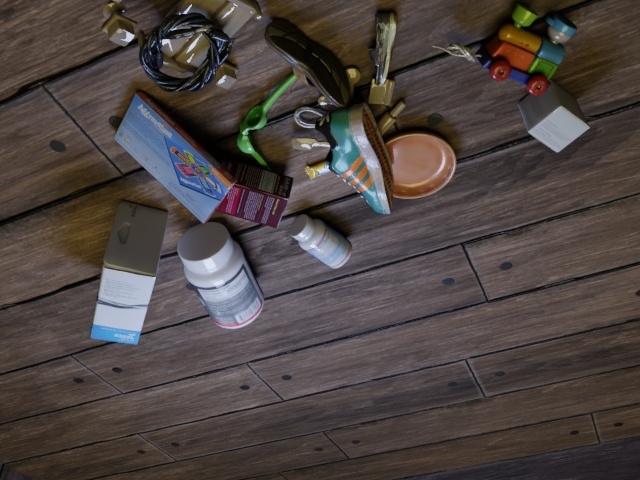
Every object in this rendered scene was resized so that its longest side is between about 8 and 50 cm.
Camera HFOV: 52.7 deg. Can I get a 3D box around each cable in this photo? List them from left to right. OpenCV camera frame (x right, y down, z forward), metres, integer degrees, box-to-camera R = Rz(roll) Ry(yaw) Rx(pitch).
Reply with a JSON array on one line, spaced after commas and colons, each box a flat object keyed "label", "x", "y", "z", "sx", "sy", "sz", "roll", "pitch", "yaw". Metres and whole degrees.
[{"label": "cable", "x": -0.254, "y": -0.335, "z": 1.184, "sx": 0.150, "sy": 0.047, "sz": 0.184, "roll": 9, "pitch": 146, "yaw": -45}]

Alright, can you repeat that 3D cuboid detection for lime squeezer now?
[{"label": "lime squeezer", "x": -0.124, "y": -0.243, "z": 1.422, "sx": 0.110, "sy": 0.059, "sz": 0.310, "roll": 9, "pitch": 136, "yaw": -10}]

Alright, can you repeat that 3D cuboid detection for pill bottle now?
[{"label": "pill bottle", "x": -0.264, "y": 0.093, "z": 1.713, "sx": 0.161, "sy": 0.161, "sz": 0.283, "roll": -9, "pitch": 136, "yaw": 10}, {"label": "pill bottle", "x": 0.000, "y": 0.000, "z": 1.666, "sx": 0.087, "sy": 0.087, "sz": 0.160, "roll": -33, "pitch": 128, "yaw": 31}]

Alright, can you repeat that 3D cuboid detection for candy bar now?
[{"label": "candy bar", "x": 0.042, "y": -0.183, "z": 1.517, "sx": 0.161, "sy": 0.018, "sz": 0.040, "roll": -17, "pitch": 135, "yaw": 19}]

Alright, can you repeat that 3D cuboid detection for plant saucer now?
[{"label": "plant saucer", "x": 0.214, "y": -0.180, "z": 1.507, "sx": 0.200, "sy": 0.037, "sz": 0.200, "roll": -1, "pitch": 138, "yaw": -1}]

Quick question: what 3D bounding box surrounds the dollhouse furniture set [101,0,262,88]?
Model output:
[{"label": "dollhouse furniture set", "x": -0.223, "y": -0.477, "z": 1.168, "sx": 0.303, "sy": 0.173, "sz": 0.355, "roll": -32, "pitch": 152, "yaw": 31}]

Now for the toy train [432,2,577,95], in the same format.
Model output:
[{"label": "toy train", "x": 0.357, "y": -0.390, "z": 1.239, "sx": 0.248, "sy": 0.105, "sz": 0.143, "roll": 16, "pitch": 125, "yaw": -17}]

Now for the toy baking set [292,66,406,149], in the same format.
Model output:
[{"label": "toy baking set", "x": 0.056, "y": -0.274, "z": 1.413, "sx": 0.197, "sy": 0.030, "sz": 0.256, "roll": 26, "pitch": 127, "yaw": -19}]

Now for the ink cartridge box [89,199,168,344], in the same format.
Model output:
[{"label": "ink cartridge box", "x": -0.492, "y": 0.087, "z": 1.658, "sx": 0.129, "sy": 0.223, "sz": 0.307, "roll": 13, "pitch": 136, "yaw": -15}]

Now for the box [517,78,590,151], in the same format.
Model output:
[{"label": "box", "x": 0.492, "y": -0.265, "z": 1.367, "sx": 0.102, "sy": 0.101, "sz": 0.087, "roll": 25, "pitch": 132, "yaw": -27}]

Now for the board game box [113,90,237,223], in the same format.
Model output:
[{"label": "board game box", "x": -0.320, "y": -0.179, "z": 1.411, "sx": 0.281, "sy": 0.027, "sz": 0.145, "roll": 44, "pitch": 130, "yaw": 0}]

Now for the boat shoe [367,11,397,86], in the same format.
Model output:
[{"label": "boat shoe", "x": 0.118, "y": -0.379, "z": 1.281, "sx": 0.049, "sy": 0.056, "sz": 0.152, "roll": 7, "pitch": 128, "yaw": -1}]

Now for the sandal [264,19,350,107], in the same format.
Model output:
[{"label": "sandal", "x": -0.028, "y": -0.347, "z": 1.291, "sx": 0.219, "sy": 0.090, "sz": 0.060, "roll": 32, "pitch": 151, "yaw": -23}]

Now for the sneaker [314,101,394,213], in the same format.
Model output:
[{"label": "sneaker", "x": 0.081, "y": -0.172, "z": 1.422, "sx": 0.121, "sy": 0.108, "sz": 0.302, "roll": -4, "pitch": 137, "yaw": 22}]

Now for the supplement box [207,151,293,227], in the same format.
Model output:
[{"label": "supplement box", "x": -0.196, "y": -0.120, "z": 1.515, "sx": 0.239, "sy": 0.073, "sz": 0.130, "roll": 17, "pitch": 145, "yaw": -8}]
